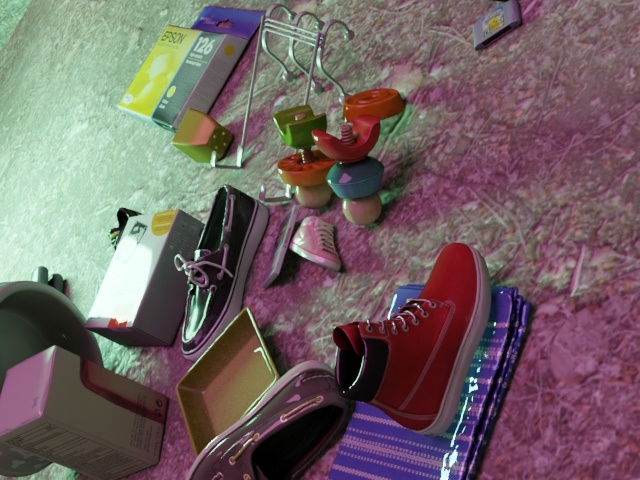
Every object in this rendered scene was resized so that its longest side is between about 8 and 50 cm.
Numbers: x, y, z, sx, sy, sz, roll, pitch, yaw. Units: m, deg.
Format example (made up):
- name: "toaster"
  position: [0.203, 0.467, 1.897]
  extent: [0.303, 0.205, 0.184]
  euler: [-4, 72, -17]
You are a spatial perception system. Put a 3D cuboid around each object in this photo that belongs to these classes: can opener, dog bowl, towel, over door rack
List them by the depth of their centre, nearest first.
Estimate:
- name: "towel"
  position: [0.120, 0.209, 1.356]
  extent: [0.243, 0.040, 0.336]
  euler: [1, 64, 53]
- name: "dog bowl"
  position: [-0.512, 0.228, 1.887]
  extent: [0.102, 0.349, 0.349]
  euler: [-19, 48, 26]
- name: "over door rack"
  position: [-0.058, -0.240, 1.903]
  extent: [0.239, 0.108, 0.324]
  euler: [33, 104, 57]
- name: "can opener"
  position: [-0.585, 0.173, 2.243]
  extent: [0.093, 0.074, 0.280]
  euler: [-37, 38, 29]

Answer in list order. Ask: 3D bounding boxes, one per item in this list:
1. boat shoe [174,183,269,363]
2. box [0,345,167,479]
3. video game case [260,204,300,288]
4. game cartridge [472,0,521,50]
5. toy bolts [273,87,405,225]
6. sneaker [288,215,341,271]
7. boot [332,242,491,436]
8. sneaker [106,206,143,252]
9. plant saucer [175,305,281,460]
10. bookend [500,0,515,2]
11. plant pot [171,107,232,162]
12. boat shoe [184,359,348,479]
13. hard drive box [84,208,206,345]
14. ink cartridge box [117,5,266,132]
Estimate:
- name: "boat shoe"
  position: [-0.181, 0.051, 1.803]
  extent: [0.113, 0.105, 0.306]
  euler: [-1, 62, 51]
- name: "box"
  position: [-0.388, 0.286, 1.759]
  extent: [0.148, 0.232, 0.127]
  euler: [-26, 46, 36]
- name: "video game case"
  position: [-0.065, 0.011, 1.742]
  extent: [0.087, 0.011, 0.122]
  euler: [133, 156, -65]
- name: "game cartridge"
  position: [0.264, -0.326, 1.628]
  extent: [0.083, 0.017, 0.056]
  euler: [-31, 38, 34]
- name: "toy bolts"
  position: [0.054, -0.123, 1.670]
  extent: [0.218, 0.158, 0.228]
  euler: [-17, 22, -12]
- name: "sneaker"
  position: [0.000, 0.000, 1.664]
  extent: [0.070, 0.051, 0.134]
  euler: [-63, 29, 1]
- name: "boot"
  position: [0.104, 0.089, 1.283]
  extent: [0.088, 0.176, 0.244]
  euler: [-11, 55, 53]
- name: "sneaker"
  position: [-0.386, 0.013, 2.118]
  extent: [0.067, 0.078, 0.188]
  euler: [-32, 42, 33]
- name: "plant saucer"
  position: [-0.132, 0.226, 1.654]
  extent: [0.188, 0.045, 0.188]
  euler: [-48, 34, 13]
- name: "bookend"
  position: [0.262, -0.465, 1.618]
  extent: [0.157, 0.156, 0.072]
  euler: [-58, 33, -2]
- name: "plant pot"
  position: [-0.219, -0.196, 2.080]
  extent: [0.083, 0.081, 0.081]
  euler: [16, 76, 45]
- name: "boat shoe"
  position: [-0.080, 0.298, 1.473]
  extent: [0.305, 0.109, 0.091]
  euler: [-48, 30, 7]
- name: "hard drive box"
  position: [-0.310, 0.070, 1.967]
  extent: [0.181, 0.089, 0.232]
  euler: [-7, 58, 50]
- name: "ink cartridge box"
  position: [-0.282, -0.381, 2.319]
  extent: [0.303, 0.072, 0.307]
  euler: [23, 84, 56]
